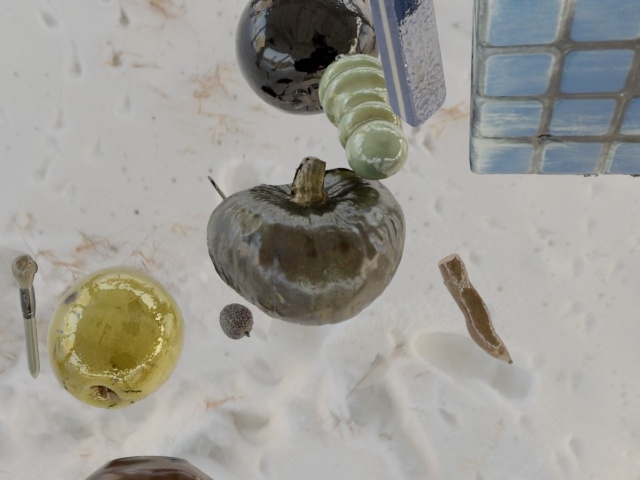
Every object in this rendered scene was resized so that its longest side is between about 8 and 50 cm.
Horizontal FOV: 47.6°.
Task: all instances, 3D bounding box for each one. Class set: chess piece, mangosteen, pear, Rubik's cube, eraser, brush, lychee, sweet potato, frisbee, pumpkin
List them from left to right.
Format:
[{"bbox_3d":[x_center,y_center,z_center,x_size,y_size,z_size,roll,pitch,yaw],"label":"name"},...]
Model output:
[{"bbox_3d":[-0.537,0.148,1.347,0.039,0.299,0.042,17,35,13],"label":"brush"},{"bbox_3d":[-0.506,0.243,1.810,0.348,0.348,0.348,3,70,-8],"label":"pear"},{"bbox_3d":[-0.156,0.152,1.366,0.083,0.068,0.067,37,99,32],"label":"lychee"},{"bbox_3d":[-0.151,-0.035,1.510,0.012,0.211,0.187,-37,58,5],"label":"frisbee"},{"bbox_3d":[-0.037,-0.408,1.449,0.296,0.297,0.314,-24,89,-16],"label":"mangosteen"},{"bbox_3d":[0.000,0.000,1.127,0.324,0.232,0.242,-15,115,-16],"label":"pumpkin"},{"bbox_3d":[0.077,-0.189,1.182,0.133,0.133,0.243,-2,42,-9],"label":"chess piece"},{"bbox_3d":[0.096,-0.244,0.823,0.036,0.225,0.082,13,43,37],"label":"eraser"},{"bbox_3d":[0.325,0.158,1.519,0.059,0.067,0.281,-27,98,8],"label":"sweet potato"},{"bbox_3d":[0.262,-0.226,0.646,0.258,0.256,0.253,-1,62,11],"label":"Rubik's cube"}]

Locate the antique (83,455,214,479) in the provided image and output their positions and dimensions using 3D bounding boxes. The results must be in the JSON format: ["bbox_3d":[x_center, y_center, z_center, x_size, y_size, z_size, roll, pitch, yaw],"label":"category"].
[{"bbox_3d":[-0.335,0.493,1.396,0.278,0.223,0.129,-13,60,17],"label":"antique"}]
